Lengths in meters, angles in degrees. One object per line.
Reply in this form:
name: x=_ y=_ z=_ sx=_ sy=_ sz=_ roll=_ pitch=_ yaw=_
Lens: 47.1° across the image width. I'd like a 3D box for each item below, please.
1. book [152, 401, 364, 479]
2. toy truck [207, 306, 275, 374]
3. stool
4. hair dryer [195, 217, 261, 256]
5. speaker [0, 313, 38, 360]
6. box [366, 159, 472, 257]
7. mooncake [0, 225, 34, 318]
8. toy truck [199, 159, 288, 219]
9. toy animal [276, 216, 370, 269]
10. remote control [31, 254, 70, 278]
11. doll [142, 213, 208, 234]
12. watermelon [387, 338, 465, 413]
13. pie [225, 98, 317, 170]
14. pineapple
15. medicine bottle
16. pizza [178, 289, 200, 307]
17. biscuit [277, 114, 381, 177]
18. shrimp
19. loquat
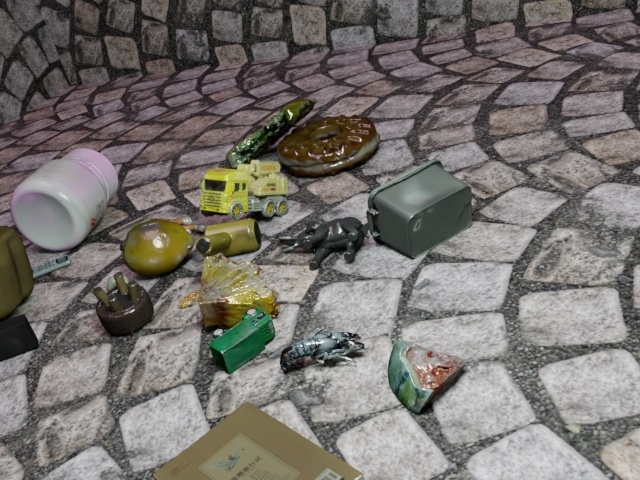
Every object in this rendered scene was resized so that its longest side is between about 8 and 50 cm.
book: x=-0.109 y=0.390 z=1.213 sx=0.217 sy=0.021 sz=0.310 roll=-34 pitch=33 yaw=-31
toy truck: x=-0.162 y=0.203 z=1.534 sx=0.147 sy=0.065 sz=0.079 roll=-34 pitch=36 yaw=-31
stool: x=-0.473 y=0.137 z=1.753 sx=0.125 sy=0.121 sz=0.217 roll=-21 pitch=33 yaw=-7
hair dryer: x=-0.240 y=0.001 z=1.831 sx=0.135 sy=0.090 sz=0.279 roll=-9 pitch=3 yaw=8
speaker: x=-0.787 y=0.253 z=1.732 sx=0.218 sy=0.082 sz=0.044 roll=-21 pitch=29 yaw=-9
box: x=0.245 y=-0.070 z=1.750 sx=0.243 sy=0.163 sz=0.135 roll=-27 pitch=39 yaw=-24
mooncake: x=-0.938 y=0.119 z=1.888 sx=0.378 sy=0.200 sz=0.378 roll=-16 pitch=21 yaw=6
toy truck: x=-0.202 y=-0.143 z=2.020 sx=0.124 sy=0.157 sz=0.272 roll=8 pitch=9 yaw=38
toy animal: x=-0.005 y=0.005 z=1.807 sx=0.270 sy=0.082 sz=0.137 roll=-8 pitch=25 yaw=21
remote control: x=-0.782 y=0.077 z=2.115 sx=0.124 sy=0.018 sz=0.053 roll=-22 pitch=29 yaw=-13
doll: x=-0.444 y=-0.026 z=2.075 sx=0.217 sy=0.085 sz=0.183 roll=-22 pitch=29 yaw=-33
watermelon: x=0.189 y=0.223 z=1.329 sx=0.139 sy=0.071 sz=0.187 roll=-12 pitch=27 yaw=-4
pie: x=-0.157 y=-0.358 z=2.399 sx=0.371 sy=0.078 sz=0.296 roll=-32 pitch=11 yaw=37
pineapple: x=-0.201 y=0.120 z=1.659 sx=0.186 sy=0.114 sz=0.236 roll=-33 pitch=36 yaw=-31
medicine bottle: x=-0.775 y=-0.136 z=2.261 sx=0.241 sy=0.241 sz=0.302 roll=-6 pitch=29 yaw=16
pizza: x=-0.310 y=0.139 z=1.773 sx=0.083 sy=0.016 sz=0.037 roll=-33 pitch=39 yaw=-33
biscuit: x=0.024 y=-0.302 z=2.329 sx=0.332 sy=0.103 sz=0.332 roll=-11 pitch=29 yaw=6
shrimp: x=0.002 y=0.214 z=1.429 sx=0.174 sy=0.076 sz=0.082 roll=-15 pitch=50 yaw=1
loquat: x=-0.425 y=0.017 z=1.921 sx=0.195 sy=0.152 sz=0.152 roll=-5 pitch=27 yaw=-9
